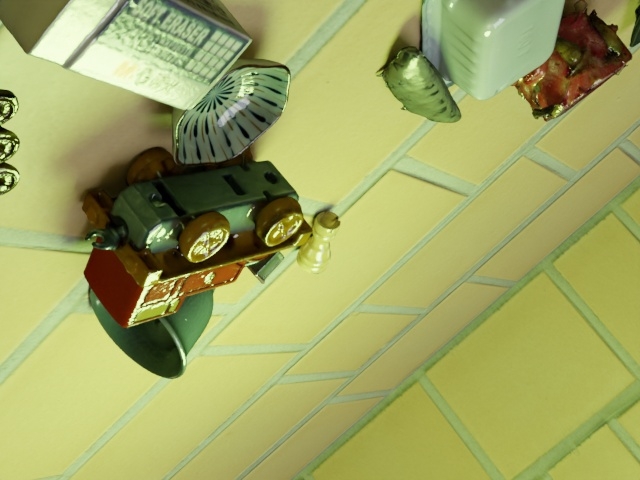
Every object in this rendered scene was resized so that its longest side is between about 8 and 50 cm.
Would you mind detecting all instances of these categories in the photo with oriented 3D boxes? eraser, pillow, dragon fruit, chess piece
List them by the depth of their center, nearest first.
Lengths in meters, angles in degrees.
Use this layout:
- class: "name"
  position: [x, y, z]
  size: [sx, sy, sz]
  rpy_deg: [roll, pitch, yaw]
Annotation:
- class: "eraser"
  position: [-0.199, -0.229, 1.077]
  size: [0.124, 0.081, 0.279]
  rpy_deg: [-44, 158, 17]
- class: "pillow"
  position: [0.154, -0.243, 1.617]
  size: [0.093, 0.051, 0.241]
  rpy_deg: [-10, 158, 21]
- class: "dragon fruit"
  position: [0.444, -0.321, 1.827]
  size: [0.282, 0.147, 0.211]
  rpy_deg: [-31, 174, -36]
- class: "chess piece"
  position: [0.000, 0.000, 1.906]
  size: [0.066, 0.066, 0.122]
  rpy_deg: [-21, 148, -36]

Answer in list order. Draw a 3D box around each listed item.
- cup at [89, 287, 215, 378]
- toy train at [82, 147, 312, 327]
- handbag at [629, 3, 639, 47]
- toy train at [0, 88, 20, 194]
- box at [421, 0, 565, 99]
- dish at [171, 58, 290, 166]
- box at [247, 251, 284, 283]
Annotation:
- class: "cup"
  position: [-0.244, 0.097, 1.597]
  size: [0.150, 0.199, 0.199]
  rpy_deg: [-46, 167, -34]
- class: "toy train"
  position: [-0.189, -0.007, 1.438]
  size: [0.369, 0.163, 0.232]
  rpy_deg: [-15, 148, -46]
- class: "handbag"
  position: [0.696, -0.490, 1.945]
  size: [0.211, 0.089, 0.254]
  rpy_deg: [-37, 163, -7]
- class: "toy train"
  position: [-0.386, -0.106, 1.031]
  size: [0.137, 0.090, 0.226]
  rpy_deg: [-22, 154, -27]
- class: "box"
  position: [0.292, -0.342, 1.587]
  size: [0.264, 0.106, 0.337]
  rpy_deg: [-34, 160, -8]
- class: "dish"
  position: [-0.130, -0.181, 1.310]
  size: [0.190, 0.066, 0.191]
  rpy_deg: [-33, 158, -15]
- class: "box"
  position: [-0.110, 0.021, 1.742]
  size: [0.063, 0.085, 0.060]
  rpy_deg: [-41, 159, -4]
